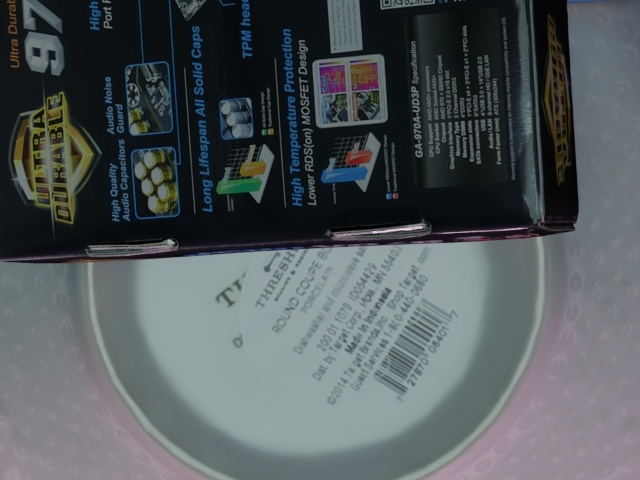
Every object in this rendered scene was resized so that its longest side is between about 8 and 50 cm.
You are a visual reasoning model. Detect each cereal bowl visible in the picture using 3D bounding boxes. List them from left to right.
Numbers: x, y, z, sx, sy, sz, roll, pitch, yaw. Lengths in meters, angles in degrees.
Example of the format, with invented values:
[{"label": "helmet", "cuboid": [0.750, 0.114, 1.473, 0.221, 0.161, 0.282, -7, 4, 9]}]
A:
[{"label": "cereal bowl", "cuboid": [0.000, 0.000, 0.669, 0.339, 0.141, 0.339, 0, 99, 2]}]

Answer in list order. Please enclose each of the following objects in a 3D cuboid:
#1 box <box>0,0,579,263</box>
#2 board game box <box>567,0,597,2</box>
[{"label": "box", "cuboid": [-0.017, -0.106, 0.550, 0.175, 0.051, 0.220, -4, 89, 20]}, {"label": "board game box", "cuboid": [0.241, -0.171, 0.508, 0.308, 0.302, 0.086, -5, 75, -15]}]
